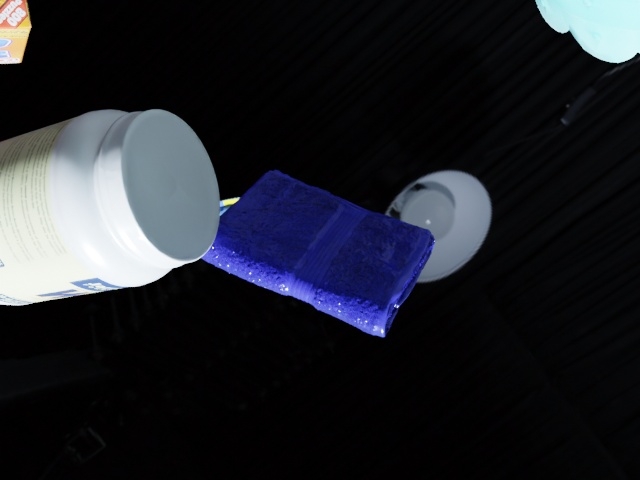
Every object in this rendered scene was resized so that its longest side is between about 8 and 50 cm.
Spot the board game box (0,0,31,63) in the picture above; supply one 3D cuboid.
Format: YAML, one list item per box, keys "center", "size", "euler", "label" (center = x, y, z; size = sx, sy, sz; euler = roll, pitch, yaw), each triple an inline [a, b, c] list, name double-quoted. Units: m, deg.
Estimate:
- center: [-0.749, -0.516, 1.015]
  size: [0.356, 0.356, 0.357]
  euler: [12, 111, 60]
  label: "board game box"

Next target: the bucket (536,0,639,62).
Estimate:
- center: [0.243, -0.273, 0.360]
  size: [0.183, 0.281, 0.281]
  euler: [24, -151, -51]
  label: "bucket"

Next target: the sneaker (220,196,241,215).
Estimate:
- center: [-0.205, -0.032, 1.111]
  size: [0.069, 0.209, 0.082]
  euler: [-11, -87, -59]
  label: "sneaker"

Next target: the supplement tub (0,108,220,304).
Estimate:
- center: [-0.329, -0.044, 0.793]
  size: [0.235, 0.324, 0.236]
  euler: [-10, -90, -67]
  label: "supplement tub"

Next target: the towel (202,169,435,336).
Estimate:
- center: [0.000, 0.000, 0.855]
  size: [0.308, 0.076, 0.228]
  euler: [20, -141, 16]
  label: "towel"
